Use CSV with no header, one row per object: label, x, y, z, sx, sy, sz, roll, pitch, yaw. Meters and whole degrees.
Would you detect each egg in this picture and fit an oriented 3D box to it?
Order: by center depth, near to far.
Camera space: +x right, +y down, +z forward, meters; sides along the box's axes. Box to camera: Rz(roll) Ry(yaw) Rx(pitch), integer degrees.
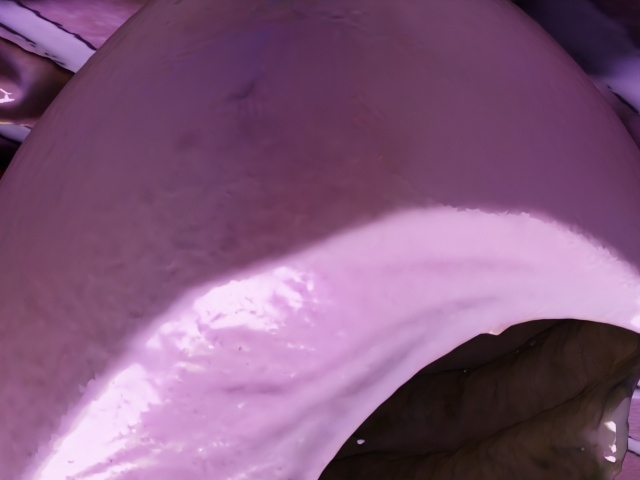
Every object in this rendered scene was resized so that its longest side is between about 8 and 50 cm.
egg,-0.014,-0.010,0.572,0.271,0.206,0.162,-26,146,-16

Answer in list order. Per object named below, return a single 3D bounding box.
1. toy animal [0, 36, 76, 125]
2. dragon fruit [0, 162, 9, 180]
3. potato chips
toy animal,-0.187,-0.073,0.721,0.188,0.089,0.179,11,-177,-3
dragon fruit,-0.193,0.041,0.969,0.172,0.172,0.209,6,144,19
potato chips,-0.014,0.112,0.752,0.389,0.373,0.097,-23,118,24
